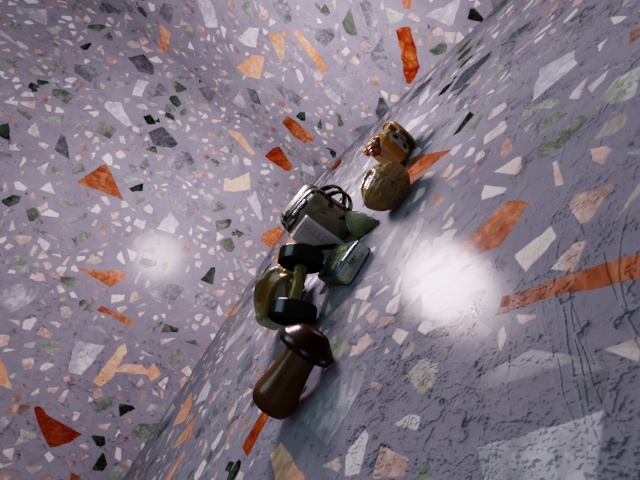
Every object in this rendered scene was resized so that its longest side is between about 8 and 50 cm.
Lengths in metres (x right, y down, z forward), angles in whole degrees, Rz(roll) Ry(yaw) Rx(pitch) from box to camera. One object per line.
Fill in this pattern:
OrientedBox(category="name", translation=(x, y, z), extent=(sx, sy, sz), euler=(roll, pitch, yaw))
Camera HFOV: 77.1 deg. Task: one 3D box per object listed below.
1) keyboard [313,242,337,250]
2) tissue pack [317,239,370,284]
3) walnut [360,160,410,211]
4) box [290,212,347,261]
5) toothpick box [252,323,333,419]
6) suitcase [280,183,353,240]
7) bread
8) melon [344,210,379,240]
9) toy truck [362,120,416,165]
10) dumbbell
OrientedBox(category="keyboard", translation=(-0.025, 0.037, 1.823), extent=(0.063, 0.198, 0.010), euler=(121, 139, -60))
OrientedBox(category="tissue pack", translation=(0.093, 0.098, 1.734), extent=(0.185, 0.081, 0.257), euler=(-57, 13, -15))
OrientedBox(category="walnut", translation=(0.280, -0.234, 1.734), extent=(0.245, 0.198, 0.198), euler=(-49, 12, -1))
OrientedBox(category="box", translation=(0.000, 0.000, 1.905), extent=(0.135, 0.269, 0.079), euler=(-53, 16, 8))
OrientedBox(category="toothpick box", translation=(-0.088, 0.416, 1.305), extent=(0.294, 0.192, 0.192), euler=(-59, 12, 2))
OrientedBox(category="suitcase", translation=(0.012, -0.122, 2.028), extent=(0.339, 0.351, 0.194), euler=(-49, 37, 13))
OrientedBox(category="bread", translation=(-0.200, 0.236, 1.990), extent=(0.341, 0.210, 0.300), euler=(-45, -22, -71))
OrientedBox(category="melon", translation=(0.193, -0.068, 1.879), extent=(0.202, 0.093, 0.139), euler=(19, 99, 48))
OrientedBox(category="toy truck", translation=(0.356, -0.480, 2.093), extent=(0.211, 0.204, 0.288), euler=(-50, 11, 1))
OrientedBox(category="dumbbell", translation=(-0.099, 0.189, 1.700), extent=(0.204, 0.204, 0.322), euler=(-34, 42, 55))
